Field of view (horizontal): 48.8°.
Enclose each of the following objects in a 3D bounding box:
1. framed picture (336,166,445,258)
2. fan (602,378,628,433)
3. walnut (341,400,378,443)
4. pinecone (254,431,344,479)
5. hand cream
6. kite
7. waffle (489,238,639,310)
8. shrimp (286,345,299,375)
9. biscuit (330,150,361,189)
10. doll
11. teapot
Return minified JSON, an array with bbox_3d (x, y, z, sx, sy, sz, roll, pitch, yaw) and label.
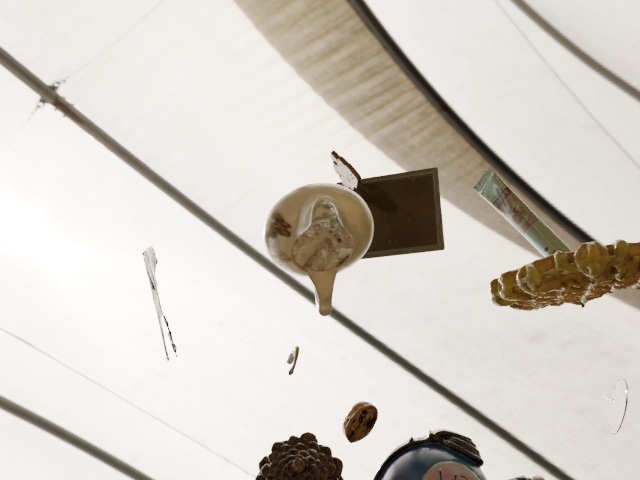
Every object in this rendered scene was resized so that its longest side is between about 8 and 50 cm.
[{"bbox_3d":[0.188,-0.069,1.937,0.019,0.296,0.233,25,-120,-66],"label":"framed picture"},{"bbox_3d":[0.456,0.253,1.096,0.133,0.005,0.085,15,-92,-80],"label":"fan"},{"bbox_3d":[0.097,0.463,1.833,0.091,0.052,0.121,21,-76,-36],"label":"walnut"},{"bbox_3d":[-0.051,0.599,1.698,0.224,0.224,0.273,-31,-35,-32],"label":"pinecone"},{"bbox_3d":[0.517,-0.046,1.761,0.058,0.331,0.085,-25,-25,-32],"label":"hand cream"},{"bbox_3d":[-0.324,0.127,1.426,0.011,0.314,0.336,-13,-48,-18],"label":"kite"},{"bbox_3d":[0.370,0.055,0.997,0.248,0.253,0.056,-1,-109,-19],"label":"waffle"},{"bbox_3d":[-0.082,0.349,2.009,0.023,0.114,0.083,17,-125,-10],"label":"shrimp"},{"bbox_3d":[0.072,-0.175,1.833,0.019,0.130,0.120,-34,-58,-13],"label":"biscuit"},{"bbox_3d":[0.234,0.488,1.245,0.240,0.309,0.284,79,-152,-77],"label":"doll"},{"bbox_3d":[0.000,0.000,1.295,0.204,0.139,0.298,-13,-44,-5],"label":"teapot"}]
